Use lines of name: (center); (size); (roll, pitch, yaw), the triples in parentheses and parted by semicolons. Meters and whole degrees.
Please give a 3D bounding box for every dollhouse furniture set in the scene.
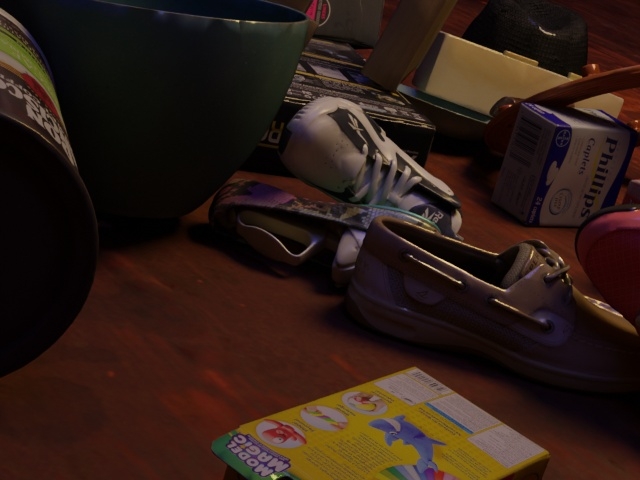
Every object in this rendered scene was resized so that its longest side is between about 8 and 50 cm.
dollhouse furniture set: (0.033, -0.369, 1.578); (0.303, 0.286, 0.198); (31, 20, 2)

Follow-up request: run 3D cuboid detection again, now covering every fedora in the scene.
fedora: (0.323, -0.298, 2.038); (0.334, 0.153, 0.334); (14, 22, -6)

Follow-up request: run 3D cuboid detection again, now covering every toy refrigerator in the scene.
toy refrigerator: (0.274, -0.212, 1.817); (0.269, 0.094, 0.102); (19, 11, -10)

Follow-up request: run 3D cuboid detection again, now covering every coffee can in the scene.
coffee can: (-0.276, -0.049, 0.931); (0.201, 0.202, 0.275); (8, 23, -21)

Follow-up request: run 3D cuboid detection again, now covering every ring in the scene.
ring: (0.367, -0.166, 1.621); (0.336, 0.032, 0.336); (-8, -12, -2)

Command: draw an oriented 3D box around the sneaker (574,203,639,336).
sneaker: (0.329, 0.092, 1.055); (0.314, 0.116, 0.136); (42, 40, 8)

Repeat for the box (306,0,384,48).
box: (-0.025, -0.357, 1.829); (0.143, 0.165, 0.270); (6, 4, -23)

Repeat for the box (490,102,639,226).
box: (0.286, -0.087, 1.525); (0.137, 0.126, 0.072); (0, 25, -34)

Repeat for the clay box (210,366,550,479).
clay box: (0.038, 0.154, 0.855); (0.127, 0.053, 0.222); (31, 27, 33)

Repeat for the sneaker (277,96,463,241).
sneaker: (0.067, -0.046, 1.256); (0.153, 0.094, 0.235); (38, -3, 33)

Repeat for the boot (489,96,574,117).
boot: (0.258, -0.164, 1.707); (0.114, 0.037, 0.106); (-5, -13, -31)

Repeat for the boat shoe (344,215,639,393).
boat shoe: (0.177, 0.053, 1.140); (0.302, 0.098, 0.109); (15, 21, -3)

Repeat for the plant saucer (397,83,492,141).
plant saucer: (0.153, -0.167, 1.724); (0.195, 0.037, 0.195); (20, 11, -4)

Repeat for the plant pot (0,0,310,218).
plant pot: (-0.168, -0.131, 1.194); (0.290, 0.196, 0.290); (9, 15, -2)

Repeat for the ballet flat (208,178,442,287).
ballet flat: (0.000, 0.000, 1.202); (0.221, 0.077, 0.079); (15, 39, 9)

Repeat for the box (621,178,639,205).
box: (0.432, 0.034, 1.333); (0.257, 0.123, 0.128); (31, 25, 33)

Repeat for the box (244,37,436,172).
box: (-0.103, -0.182, 1.528); (0.394, 0.097, 0.318); (7, 24, -24)
